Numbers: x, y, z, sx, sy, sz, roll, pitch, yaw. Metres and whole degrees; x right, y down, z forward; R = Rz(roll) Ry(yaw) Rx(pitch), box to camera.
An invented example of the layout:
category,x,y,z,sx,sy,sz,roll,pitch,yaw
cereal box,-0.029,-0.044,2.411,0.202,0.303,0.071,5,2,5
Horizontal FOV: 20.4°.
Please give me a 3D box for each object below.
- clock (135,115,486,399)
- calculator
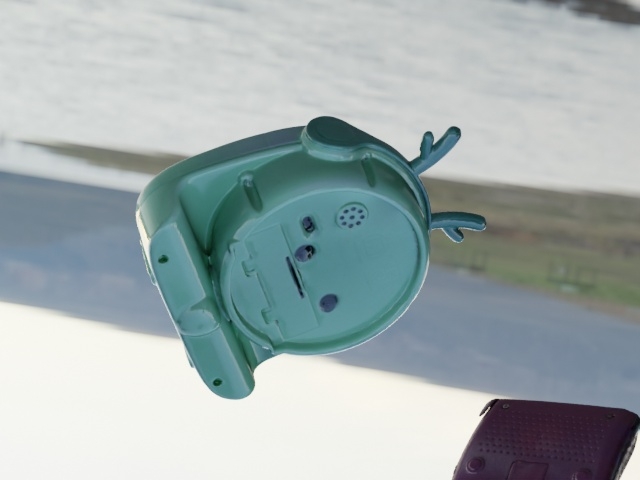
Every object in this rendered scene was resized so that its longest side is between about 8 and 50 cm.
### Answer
category,x,y,z,sx,sy,sz,roll,pitch,yaw
clock,0.000,0.000,1.102,0.211,0.159,0.066,-23,-142,0
calculator,0.147,0.190,1.269,0.127,0.190,0.034,3,137,29
